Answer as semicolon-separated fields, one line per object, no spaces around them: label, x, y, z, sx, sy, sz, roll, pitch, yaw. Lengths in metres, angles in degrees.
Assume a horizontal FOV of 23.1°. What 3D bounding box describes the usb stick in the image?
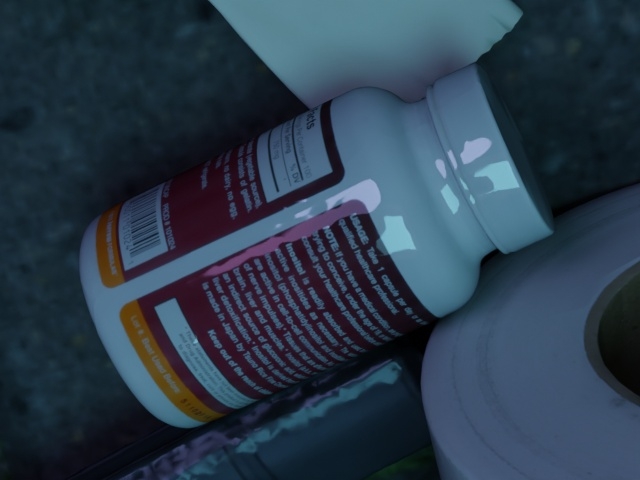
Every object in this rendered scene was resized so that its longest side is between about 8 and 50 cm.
usb stick;-0.074;0.111;0.615;0.278;0.045;0.077;-28;150;7

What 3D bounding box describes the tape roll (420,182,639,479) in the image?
tape roll;0.169;0.096;0.538;0.246;0.246;0.169;-14;116;-1

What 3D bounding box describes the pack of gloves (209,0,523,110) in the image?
pack of gloves;0.011;-0.166;0.512;0.195;0.046;0.232;-40;125;13

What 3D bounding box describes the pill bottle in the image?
pill bottle;0.000;0.000;0.547;0.152;0.086;0.086;-25;117;14
